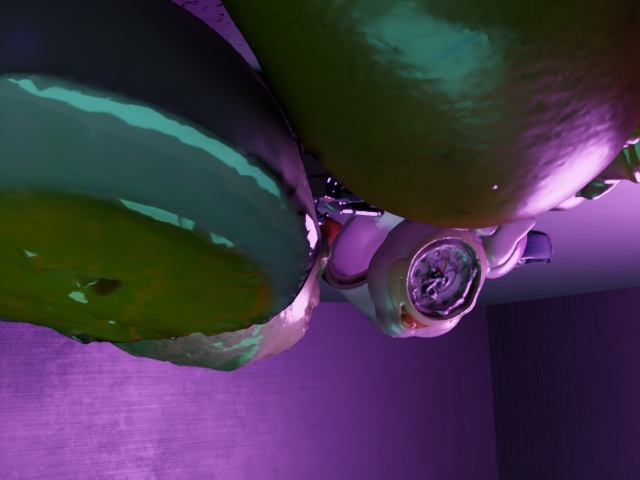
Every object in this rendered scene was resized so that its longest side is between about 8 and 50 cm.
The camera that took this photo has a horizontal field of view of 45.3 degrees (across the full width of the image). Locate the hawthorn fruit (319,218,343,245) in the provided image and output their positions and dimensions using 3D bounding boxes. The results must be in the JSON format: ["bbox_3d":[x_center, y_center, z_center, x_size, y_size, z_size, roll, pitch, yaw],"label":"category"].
[{"bbox_3d":[0.000,0.000,1.331,0.093,0.093,0.093,-2,170,0],"label":"hawthorn fruit"}]

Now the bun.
[{"bbox_3d":[-0.162,0.060,1.002,0.365,0.202,0.364,10,-170,-2],"label":"bun"}]

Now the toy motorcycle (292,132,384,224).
[{"bbox_3d":[-0.050,-0.068,0.869,0.308,0.108,0.173,-1,179,-10],"label":"toy motorcycle"}]

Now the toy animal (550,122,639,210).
[{"bbox_3d":[0.213,-0.101,0.599,0.248,0.149,0.165,-2,158,44],"label":"toy animal"}]

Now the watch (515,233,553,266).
[{"bbox_3d":[0.386,0.024,1.594,0.193,0.068,0.206,-7,173,11],"label":"watch"}]

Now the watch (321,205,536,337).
[{"bbox_3d":[0.123,-0.001,1.055,0.211,0.248,0.217,42,175,-29],"label":"watch"}]

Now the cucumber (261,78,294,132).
[{"bbox_3d":[-0.077,-0.126,0.675,0.257,0.043,0.044,5,163,-30],"label":"cucumber"}]

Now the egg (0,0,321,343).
[{"bbox_3d":[-0.159,-0.069,0.515,0.337,0.200,0.337,1,150,1],"label":"egg"}]

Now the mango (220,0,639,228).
[{"bbox_3d":[0.064,-0.115,0.415,0.212,0.172,0.317,-6,158,29],"label":"mango"}]
